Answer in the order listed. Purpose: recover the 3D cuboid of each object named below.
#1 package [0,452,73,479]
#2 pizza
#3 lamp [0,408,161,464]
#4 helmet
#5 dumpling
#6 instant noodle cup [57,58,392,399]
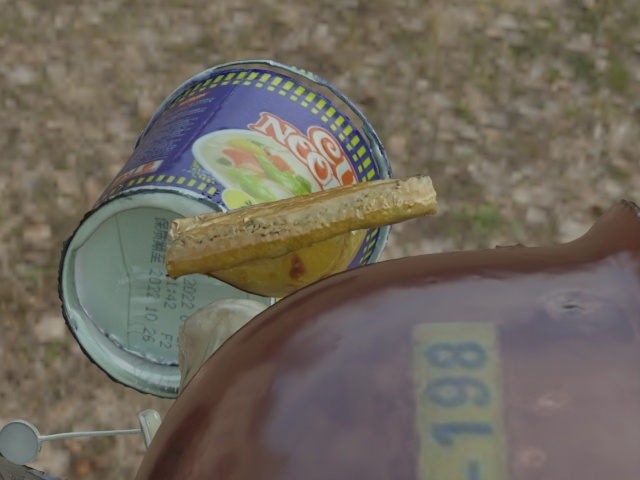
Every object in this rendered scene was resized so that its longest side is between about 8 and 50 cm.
[{"bbox_3d":[-0.363,0.351,2.111,0.154,0.239,0.030,21,34,10],"label":"package"},{"bbox_3d":[-0.005,0.001,1.355,0.204,0.080,0.188,-12,2,7],"label":"pizza"},{"bbox_3d":[-0.263,0.213,1.893,0.198,0.050,0.056,-8,7,18],"label":"lamp"},{"bbox_3d":[0.022,0.146,0.805,0.230,0.337,0.384,8,56,-7],"label":"helmet"},{"bbox_3d":[-0.043,0.103,1.188,0.118,0.136,0.199,-19,20,-37],"label":"dumpling"},{"bbox_3d":[-0.099,0.001,1.636,0.284,0.284,0.312,14,21,10],"label":"instant noodle cup"}]
